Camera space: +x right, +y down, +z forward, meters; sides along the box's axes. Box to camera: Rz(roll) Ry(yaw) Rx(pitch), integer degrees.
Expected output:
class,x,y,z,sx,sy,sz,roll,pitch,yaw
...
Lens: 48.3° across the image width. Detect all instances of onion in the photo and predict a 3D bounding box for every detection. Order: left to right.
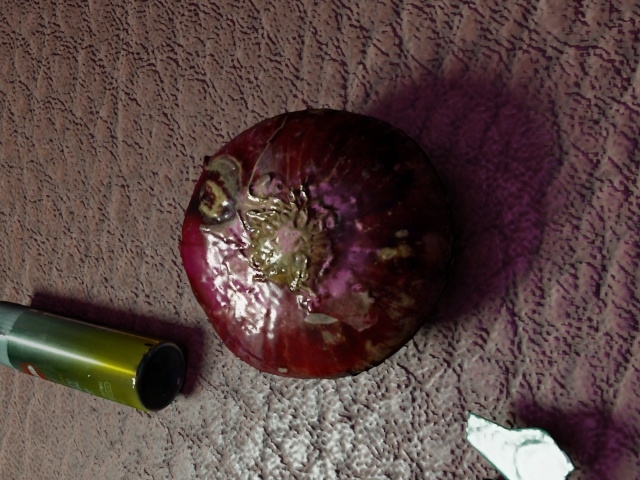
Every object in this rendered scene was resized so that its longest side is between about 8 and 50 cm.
class,x,y,z,sx,sy,sz,roll,pitch,yaw
onion,0.000,0.000,0.644,0.246,0.190,0.247,2,97,12

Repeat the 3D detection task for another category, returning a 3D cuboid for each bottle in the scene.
class,x,y,z,sx,sy,sz,roll,pitch,yaw
bottle,-0.296,0.132,0.852,0.286,0.082,0.082,8,89,30

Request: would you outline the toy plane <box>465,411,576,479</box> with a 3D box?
class,x,y,z,sx,sy,sz,roll,pitch,yaw
toy plane,0.144,0.339,0.585,0.155,0.106,0.382,18,99,41
